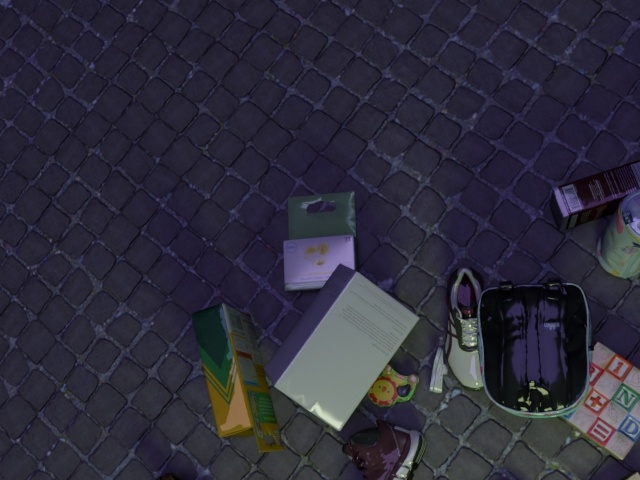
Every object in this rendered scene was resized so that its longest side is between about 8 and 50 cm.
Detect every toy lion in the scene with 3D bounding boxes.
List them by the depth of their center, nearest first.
[{"bbox_3d":[0.157,0.326,1.869,0.100,0.034,0.096,21,89,16],"label":"toy lion"}]

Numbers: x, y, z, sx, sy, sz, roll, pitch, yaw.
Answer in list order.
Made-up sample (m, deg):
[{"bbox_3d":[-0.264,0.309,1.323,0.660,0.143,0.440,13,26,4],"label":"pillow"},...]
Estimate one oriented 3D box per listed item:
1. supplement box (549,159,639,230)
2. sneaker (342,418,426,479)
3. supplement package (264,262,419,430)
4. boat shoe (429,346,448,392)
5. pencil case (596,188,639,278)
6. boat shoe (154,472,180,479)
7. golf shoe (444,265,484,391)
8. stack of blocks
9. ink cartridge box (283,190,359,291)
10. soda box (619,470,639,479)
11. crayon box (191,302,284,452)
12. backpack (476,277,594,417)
[{"bbox_3d":[0.621,-0.102,1.814,0.239,0.130,0.073,-18,74,7],"label":"supplement box"},{"bbox_3d":[0.102,0.514,1.809,0.162,0.106,0.281,22,72,21],"label":"sneaker"},{"bbox_3d":[0.040,0.222,1.814,0.177,0.175,0.293,37,86,-12],"label":"supplement package"},{"bbox_3d":[0.263,0.284,1.853,0.035,0.035,0.100,10,82,6],"label":"boat shoe"},{"bbox_3d":[0.642,-0.010,1.715,0.113,0.273,0.124,-15,73,2],"label":"pencil case"},{"bbox_3d":[-0.238,0.621,1.853,0.104,0.111,0.307,-39,82,-3],"label":"boat shoe"},{"bbox_3d":[0.313,0.189,1.821,0.105,0.120,0.273,-8,77,9],"label":"golf shoe"},{"bbox_3d":[0.543,0.295,1.760,0.297,0.087,0.171,35,86,18],"label":"stack of blocks"},{"bbox_3d":[0.000,0.000,1.966,0.171,0.056,0.235,-5,78,12],"label":"ink cartridge box"},{"bbox_3d":[0.584,0.543,1.710,0.181,0.058,0.061,-36,72,3],"label":"soda box"},{"bbox_3d":[-0.180,0.314,1.853,0.083,0.203,0.323,-19,74,8],"label":"crayon box"},{"bbox_3d":[0.420,0.221,1.658,0.225,0.191,0.254,-4,69,15],"label":"backpack"}]
